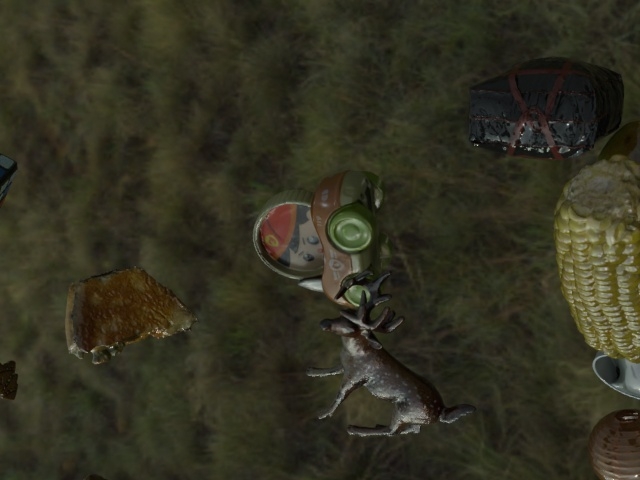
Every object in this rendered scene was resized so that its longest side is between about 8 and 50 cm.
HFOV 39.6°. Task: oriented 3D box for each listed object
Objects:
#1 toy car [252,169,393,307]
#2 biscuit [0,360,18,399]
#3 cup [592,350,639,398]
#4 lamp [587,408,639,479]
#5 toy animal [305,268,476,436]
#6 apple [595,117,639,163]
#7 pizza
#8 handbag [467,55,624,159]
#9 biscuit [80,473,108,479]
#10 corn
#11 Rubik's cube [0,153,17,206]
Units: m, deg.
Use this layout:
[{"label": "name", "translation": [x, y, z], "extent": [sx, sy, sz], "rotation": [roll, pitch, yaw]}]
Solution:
[{"label": "toy car", "translation": [0.000, 0.000, 1.463], "extent": [0.145, 0.235, 0.235], "rotation": [-68, 2, -56]}, {"label": "biscuit", "translation": [-0.669, 0.302, 1.887], "extent": [0.016, 0.082, 0.092], "rotation": [-4, 112, 29]}, {"label": "cup", "translation": [0.428, 0.125, 1.112], "extent": [0.136, 0.099, 0.133], "rotation": [7, 53, 40]}, {"label": "lamp", "translation": [0.485, 0.329, 1.387], "extent": [0.136, 0.136, 0.136], "rotation": [-5, 84, 60]}, {"label": "toy animal", "translation": [0.078, 0.158, 1.148], "extent": [0.260, 0.243, 0.087], "rotation": [-45, 21, 44]}, {"label": "apple", "translation": [0.499, -0.092, 1.324], "extent": [0.207, 0.174, 0.188], "rotation": [177, 98, -68]}, {"label": "pizza", "translation": [-0.335, 0.119, 1.529], "extent": [0.069, 0.226, 0.147], "rotation": [-15, 93, 61]}, {"label": "handbag", "translation": [0.347, -0.204, 1.381], "extent": [0.215, 0.169, 0.155], "rotation": [4, 113, 28]}, {"label": "biscuit", "translation": [-0.267, 0.448, 1.216], "extent": [0.290, 0.041, 0.208], "rotation": [60, -177, 38]}, {"label": "corn", "translation": [0.309, 0.029, 0.913], "extent": [0.130, 0.347, 0.130], "rotation": [-11, 58, 18]}, {"label": "Rubik's cube", "translation": [-0.660, -0.072, 1.529], "extent": [0.187, 0.184, 0.182], "rotation": [-49, 14, 36]}]
